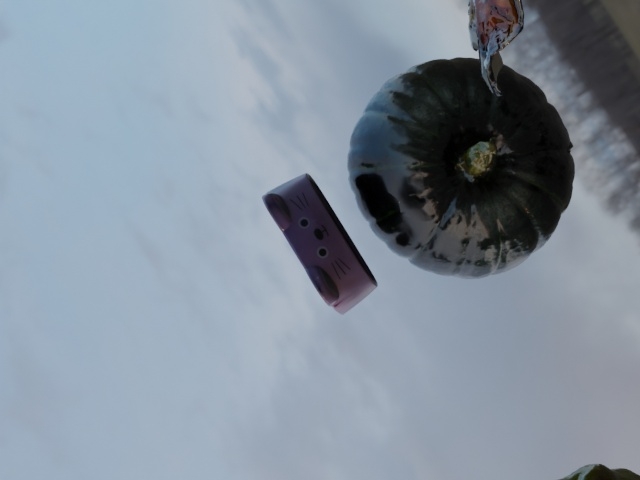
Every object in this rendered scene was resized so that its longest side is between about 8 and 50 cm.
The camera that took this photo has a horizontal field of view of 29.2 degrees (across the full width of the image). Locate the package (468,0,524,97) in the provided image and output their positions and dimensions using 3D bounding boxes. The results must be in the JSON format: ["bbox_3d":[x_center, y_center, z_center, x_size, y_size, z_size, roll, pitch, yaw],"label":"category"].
[{"bbox_3d":[0.162,-0.253,1.099,0.166,0.040,0.232,-94,9,-51],"label":"package"}]

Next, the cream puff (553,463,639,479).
[{"bbox_3d":[0.267,0.355,1.131,0.282,0.185,0.282,11,-132,-12],"label":"cream puff"}]

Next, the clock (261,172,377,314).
[{"bbox_3d":[0.000,0.000,1.275,0.153,0.050,0.110,58,-175,7],"label":"clock"}]

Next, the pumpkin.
[{"bbox_3d":[0.155,-0.082,1.328,0.250,0.250,0.216,58,175,3],"label":"pumpkin"}]
